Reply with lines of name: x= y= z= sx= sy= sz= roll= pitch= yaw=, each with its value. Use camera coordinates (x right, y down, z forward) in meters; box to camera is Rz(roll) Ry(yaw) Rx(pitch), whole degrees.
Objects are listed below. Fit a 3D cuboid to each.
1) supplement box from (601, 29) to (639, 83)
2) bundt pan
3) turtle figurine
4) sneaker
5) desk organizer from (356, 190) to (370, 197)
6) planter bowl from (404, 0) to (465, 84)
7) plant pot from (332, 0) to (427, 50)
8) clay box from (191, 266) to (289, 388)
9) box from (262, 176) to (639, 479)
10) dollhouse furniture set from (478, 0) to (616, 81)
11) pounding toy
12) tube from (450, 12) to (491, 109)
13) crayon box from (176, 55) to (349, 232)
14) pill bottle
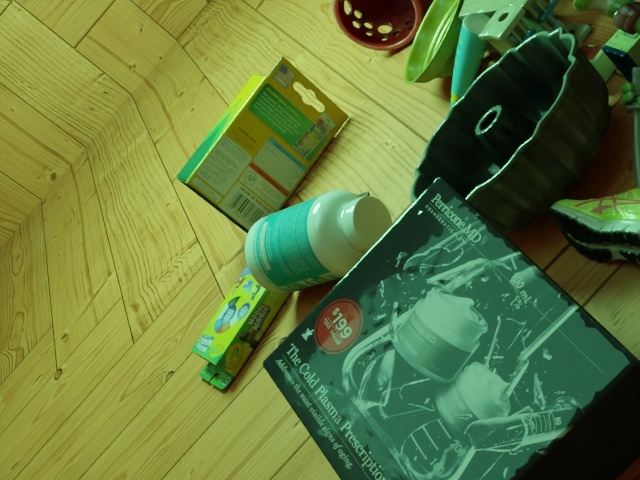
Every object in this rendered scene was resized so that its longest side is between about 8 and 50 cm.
supplement box: x=0.460 y=-0.269 z=1.405 sx=0.083 sy=0.083 sz=0.056 roll=-48 pitch=28 yaw=4
bundt pan: x=0.283 y=-0.136 z=1.437 sx=0.331 sy=0.124 sz=0.331 roll=-46 pitch=19 yaw=20
turtle figurine: x=0.423 y=-0.259 z=1.259 sx=0.275 sy=0.198 sz=0.266 roll=-41 pitch=64 yaw=2
sneaker: x=0.378 y=-0.026 z=1.256 sx=0.094 sy=0.081 sz=0.208 roll=-46 pitch=29 yaw=-14
desk organizer: x=0.049 y=-0.042 z=1.796 sx=0.130 sy=0.047 sz=0.050 roll=-18 pitch=39 yaw=47
planter bowl: x=0.242 y=-0.367 z=1.823 sx=0.217 sy=0.090 sz=0.217 roll=-61 pitch=14 yaw=25
plant pot: x=0.136 y=-0.522 z=2.106 sx=0.191 sy=0.191 sz=0.174 roll=-28 pitch=28 yaw=38
clay box: x=-0.156 y=0.161 z=1.852 sx=0.222 sy=0.053 sz=0.127 roll=-56 pitch=27 yaw=-12
box: x=0.159 y=0.162 z=1.121 sx=0.312 sy=0.179 sz=0.343 roll=-47 pitch=48 yaw=6
dollhouse furniture set: x=0.372 y=-0.324 z=1.558 sx=0.129 sy=0.129 sz=0.184 roll=-53 pitch=26 yaw=-5
pounding toy: x=0.327 y=-0.391 z=1.729 sx=0.130 sy=0.141 sz=0.100 roll=4 pitch=65 yaw=48
tube: x=0.249 y=-0.294 z=1.709 sx=0.207 sy=0.052 sz=0.080 roll=99 pitch=-169 yaw=-53
crayon box: x=-0.117 y=-0.193 z=2.064 sx=0.323 sy=0.203 sz=0.083 roll=-53 pitch=27 yaw=-6
pill bottle: x=0.000 y=0.000 z=1.709 sx=0.264 sy=0.146 sz=0.146 roll=-19 pitch=41 yaw=47
